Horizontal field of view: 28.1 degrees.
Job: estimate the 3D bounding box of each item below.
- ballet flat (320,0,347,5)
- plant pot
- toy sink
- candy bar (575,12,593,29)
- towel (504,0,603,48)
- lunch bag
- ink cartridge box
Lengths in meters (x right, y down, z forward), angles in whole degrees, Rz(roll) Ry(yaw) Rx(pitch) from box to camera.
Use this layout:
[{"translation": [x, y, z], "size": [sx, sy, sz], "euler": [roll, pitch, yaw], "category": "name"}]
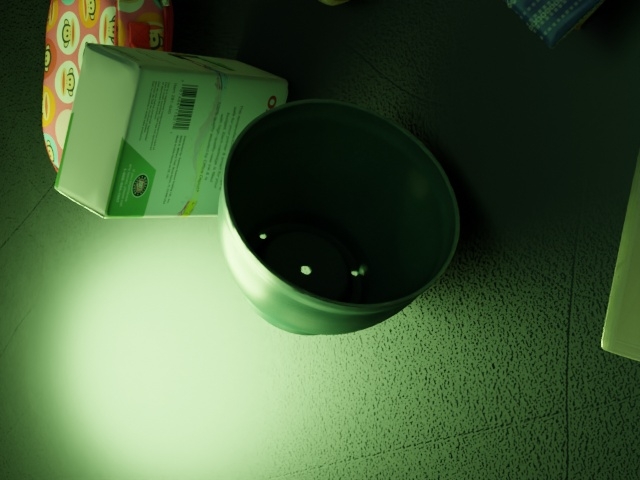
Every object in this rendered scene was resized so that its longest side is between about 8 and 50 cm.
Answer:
[{"translation": [0.014, -0.477, 1.649], "size": [0.124, 0.116, 0.342], "euler": [19, 109, 54], "category": "ballet flat"}, {"translation": [0.000, 0.000, 1.590], "size": [0.293, 0.293, 0.196], "euler": [58, 148, 19], "category": "plant pot"}, {"translation": [0.405, 0.013, 1.342], "size": [0.131, 0.152, 0.234], "euler": [16, 101, 35], "category": "toy sink"}, {"translation": [0.334, -0.307, 1.459], "size": [0.161, 0.018, 0.040], "euler": [-48, 65, 28], "category": "candy bar"}, {"translation": [0.228, -0.414, 1.404], "size": [0.243, 0.040, 0.336], "euler": [-44, 78, 17], "category": "towel"}, {"translation": [-0.298, -0.228, 1.838], "size": [0.258, 0.120, 0.293], "euler": [10, 100, 53], "category": "lunch bag"}, {"translation": [-0.193, -0.142, 1.703], "size": [0.117, 0.278, 0.201], "euler": [26, 108, 36], "category": "ink cartridge box"}]
